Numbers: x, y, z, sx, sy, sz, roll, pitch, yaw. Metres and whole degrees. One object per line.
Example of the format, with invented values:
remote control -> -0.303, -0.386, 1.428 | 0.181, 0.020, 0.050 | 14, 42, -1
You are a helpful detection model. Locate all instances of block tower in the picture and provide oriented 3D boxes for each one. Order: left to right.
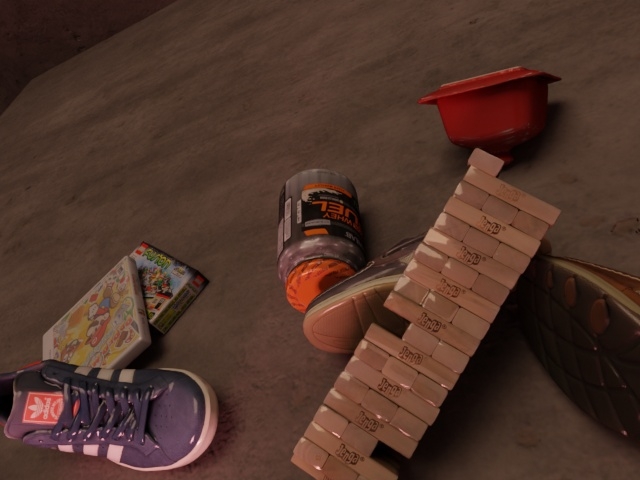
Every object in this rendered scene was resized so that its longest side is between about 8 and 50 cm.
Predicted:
block tower -> 0.099, 0.086, 0.508 | 0.097, 0.091, 0.335 | 30, 87, 13

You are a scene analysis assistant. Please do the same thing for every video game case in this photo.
video game case -> -0.376, 0.162, 0.886 | 0.227, 0.026, 0.206 | -42, 43, 9

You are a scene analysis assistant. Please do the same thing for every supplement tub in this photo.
supplement tub -> 0.000, 0.000, 0.730 | 0.117, 0.117, 0.190 | -22, 42, 18

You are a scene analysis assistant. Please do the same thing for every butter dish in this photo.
butter dish -> 0.234, -0.158, 0.720 | 0.160, 0.118, 0.160 | -6, 7, 34

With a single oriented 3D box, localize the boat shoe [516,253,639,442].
boat shoe -> 0.295, 0.102, 0.427 | 0.120, 0.122, 0.324 | -10, 27, -18

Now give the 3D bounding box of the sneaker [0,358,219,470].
sneaker -> -0.297, 0.218, 0.684 | 0.350, 0.148, 0.131 | -7, 67, 28

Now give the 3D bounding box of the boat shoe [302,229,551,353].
boat shoe -> 0.113, 0.043, 0.622 | 0.285, 0.102, 0.092 | -25, 35, 9

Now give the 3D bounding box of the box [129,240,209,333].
box -> -0.292, 0.075, 0.938 | 0.207, 0.036, 0.114 | 19, 64, 46
